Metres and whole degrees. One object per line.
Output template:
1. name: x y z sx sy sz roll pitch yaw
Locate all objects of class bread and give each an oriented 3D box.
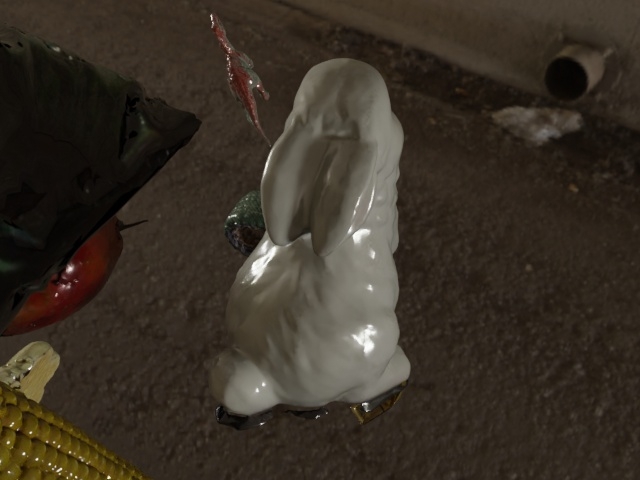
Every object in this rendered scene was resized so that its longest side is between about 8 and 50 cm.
1. bread: -0.545 0.294 1.366 0.054 0.316 0.316 34 43 0

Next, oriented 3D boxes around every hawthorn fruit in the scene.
1. hawthorn fruit: -0.305 0.001 0.912 0.235 0.181 0.181 -23 48 -24

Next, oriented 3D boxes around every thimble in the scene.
1. thimble: -0.107 -0.026 1.528 0.135 0.118 0.090 7 48 29

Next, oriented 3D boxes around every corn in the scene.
1. corn: -0.212 0.195 0.624 0.119 0.322 0.119 -17 47 20

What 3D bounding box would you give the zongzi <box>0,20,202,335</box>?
1. zongzi: -0.273 -0.038 0.328 0.383 0.362 0.319 -47 44 -11

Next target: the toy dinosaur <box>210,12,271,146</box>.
1. toy dinosaur: -0.142 -0.285 1.509 0.053 0.167 0.242 -21 59 11

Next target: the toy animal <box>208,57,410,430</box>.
1. toy animal: 0.000 0.000 0.842 0.193 0.358 0.258 17 29 27

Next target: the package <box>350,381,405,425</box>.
1. package: 0.123 0.301 1.575 0.131 0.071 0.047 -34 81 6
